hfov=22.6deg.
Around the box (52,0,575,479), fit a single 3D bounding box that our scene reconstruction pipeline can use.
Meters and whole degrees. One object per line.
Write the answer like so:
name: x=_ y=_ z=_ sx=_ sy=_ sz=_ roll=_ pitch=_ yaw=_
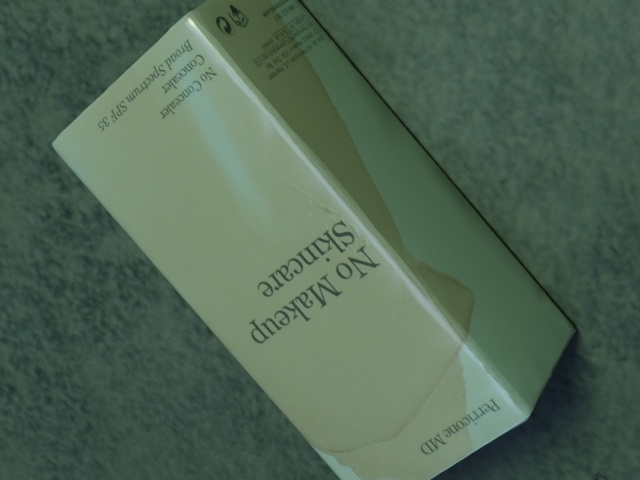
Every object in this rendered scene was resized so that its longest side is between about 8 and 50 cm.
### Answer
box: x=0.000 y=0.000 z=1.003 sx=0.311 sy=0.121 sz=0.148 roll=48 pitch=122 yaw=-3
